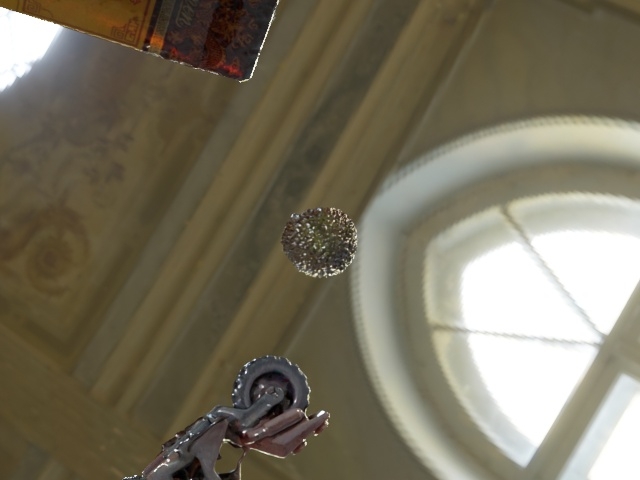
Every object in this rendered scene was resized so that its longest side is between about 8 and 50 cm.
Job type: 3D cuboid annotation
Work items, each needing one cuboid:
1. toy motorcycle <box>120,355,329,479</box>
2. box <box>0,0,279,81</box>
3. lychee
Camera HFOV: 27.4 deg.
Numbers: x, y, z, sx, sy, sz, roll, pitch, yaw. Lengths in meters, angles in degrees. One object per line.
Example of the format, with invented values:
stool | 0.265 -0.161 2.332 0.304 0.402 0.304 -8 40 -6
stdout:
toy motorcycle | -0.079 0.197 1.093 0.212 0.118 0.084 -42 2 -11
box | -0.228 -0.341 1.376 0.264 0.416 0.115 115 166 -48
lychee | 0.000 0.000 1.184 0.067 0.083 0.068 -45 -61 6
